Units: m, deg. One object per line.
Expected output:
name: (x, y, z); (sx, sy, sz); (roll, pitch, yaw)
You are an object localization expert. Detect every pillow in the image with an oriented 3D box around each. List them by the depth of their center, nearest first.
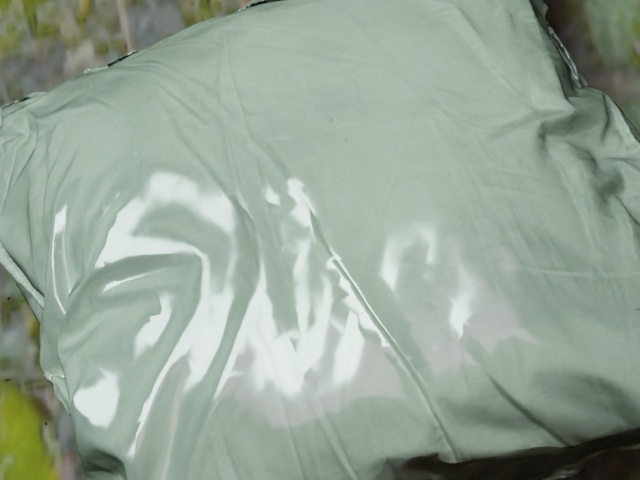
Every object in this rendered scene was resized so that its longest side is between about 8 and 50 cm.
pillow: (0.000, 0.000, 0.882); (0.310, 0.138, 0.283); (-19, 63, 2)
